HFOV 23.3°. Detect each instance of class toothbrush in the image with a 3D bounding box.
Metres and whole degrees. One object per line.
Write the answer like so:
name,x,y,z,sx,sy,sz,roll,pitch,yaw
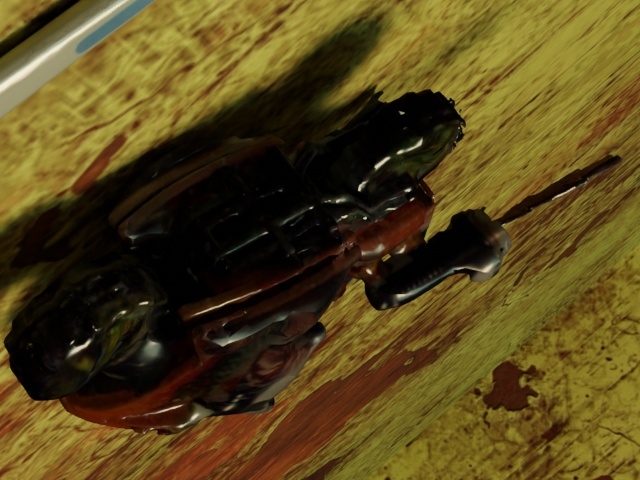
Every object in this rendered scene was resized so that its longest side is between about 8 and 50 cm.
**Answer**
toothbrush,-0.016,-0.136,0.639,0.386,0.040,0.040,-38,165,-8

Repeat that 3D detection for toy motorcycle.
toy motorcycle,0.000,0.000,0.889,0.401,0.134,0.207,-32,163,-24
